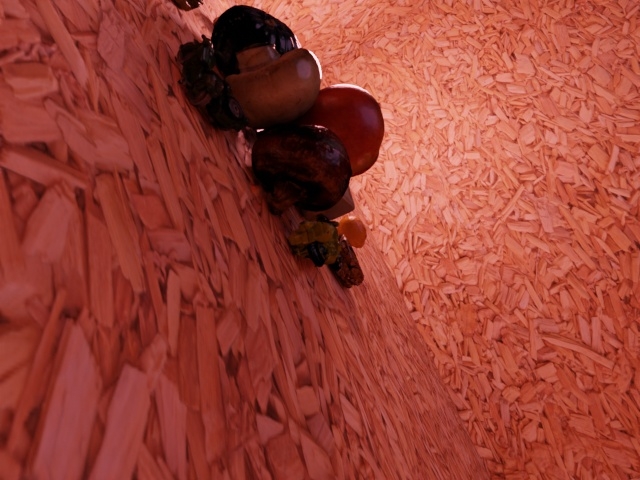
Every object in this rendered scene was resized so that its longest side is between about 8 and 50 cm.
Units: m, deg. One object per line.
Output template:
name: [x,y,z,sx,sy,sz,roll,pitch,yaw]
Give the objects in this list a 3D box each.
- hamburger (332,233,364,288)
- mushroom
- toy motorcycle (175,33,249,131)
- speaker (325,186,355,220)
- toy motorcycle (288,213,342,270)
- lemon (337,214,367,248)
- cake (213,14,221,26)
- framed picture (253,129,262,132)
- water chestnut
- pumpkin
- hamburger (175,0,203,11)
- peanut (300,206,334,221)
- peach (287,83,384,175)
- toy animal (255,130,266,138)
hamburger: [0.101,0.089,1.779,0.231,0.107,0.231,61,5,-9]
mushroom: [-0.162,-0.516,1.454,0.352,0.352,0.260,-83,154,-69]
toy motorcycle: [-0.306,-0.445,1.257,0.205,0.127,0.275,33,34,-59]
speaker: [0.019,-0.238,1.993,0.406,0.183,0.184,29,40,-66]
toy motorcycle: [0.002,-0.001,1.484,0.206,0.142,0.342,63,11,12]
lemon: [0.162,-0.044,2.212,0.187,0.142,0.142,63,12,-5]
cake: [-0.374,-0.941,2.041,0.246,0.135,0.112,46,18,-51]
framed picture: [-0.263,-0.462,1.618,0.149,0.011,0.109,49,24,-6]
water chestnut: [-0.072,-0.208,1.401,0.350,0.351,0.302,43,65,-56]
pumpkin: [-0.244,-0.728,1.685,0.364,0.266,0.363,28,31,-19]
hamburger: [-0.503,-0.948,1.571,0.215,0.122,0.189,64,15,22]
peanut: [-0.006,-0.161,1.676,0.137,0.253,0.122,16,64,-24]
peach: [0.054,-0.407,1.666,0.388,0.388,0.388,57,13,-21]
toy animal: [-0.171,-0.387,1.766,0.148,0.085,0.233,63,16,13]
